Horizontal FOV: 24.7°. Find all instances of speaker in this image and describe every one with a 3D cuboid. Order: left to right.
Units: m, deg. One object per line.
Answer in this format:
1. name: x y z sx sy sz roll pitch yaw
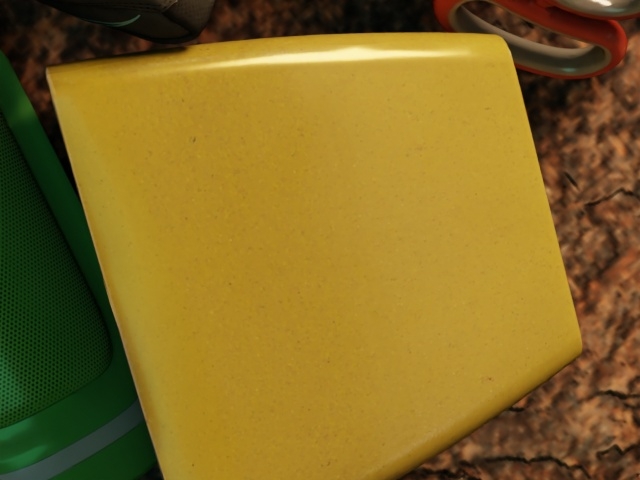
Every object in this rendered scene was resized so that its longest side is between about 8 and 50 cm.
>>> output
1. speaker: -0.187 -0.004 0.718 0.131 0.131 0.296 -25 96 8

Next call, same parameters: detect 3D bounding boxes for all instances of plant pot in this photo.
1. plant pot: 0.000 0.000 0.674 0.187 0.212 0.212 -16 98 -5

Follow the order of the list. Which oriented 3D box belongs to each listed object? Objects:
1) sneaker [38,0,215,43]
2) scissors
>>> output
1. sneaker: -0.119 -0.144 0.636 0.106 0.267 0.101 32 100 -27
2. scissors: 0.027 -0.138 0.650 0.297 0.109 0.021 16 63 -22
